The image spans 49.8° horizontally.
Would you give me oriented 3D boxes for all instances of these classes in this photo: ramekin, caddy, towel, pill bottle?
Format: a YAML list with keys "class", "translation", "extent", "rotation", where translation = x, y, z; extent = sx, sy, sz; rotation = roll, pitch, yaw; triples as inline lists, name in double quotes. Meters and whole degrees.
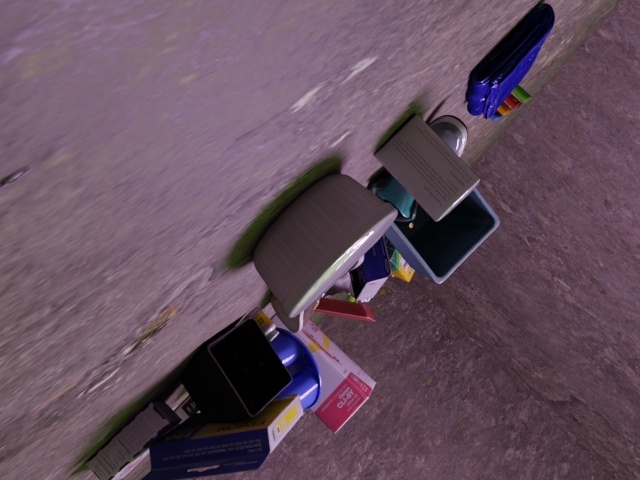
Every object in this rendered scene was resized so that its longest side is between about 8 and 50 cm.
- class: "ramekin"
  translation: [0.000, 0.000, 1.213]
  extent: [0.273, 0.127, 0.273]
  rotation: [-43, 173, -7]
- class: "caddy"
  translation: [-0.144, 0.372, 1.862]
  extent: [0.341, 0.241, 0.179]
  rotation: [-26, -178, 45]
- class: "towel"
  translation: [0.439, -0.397, 1.595]
  extent: [0.227, 0.076, 0.308]
  rotation: [-45, 172, 5]
- class: "pill bottle"
  translation: [-0.142, 0.209, 1.709]
  extent: [0.043, 0.083, 0.043]
  rotation: [-44, 172, -8]

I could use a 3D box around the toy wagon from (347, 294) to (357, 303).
- class: "toy wagon"
  translation: [0.162, 0.103, 2.455]
  extent: [0.344, 0.068, 0.267]
  rotation: [-63, 175, 30]

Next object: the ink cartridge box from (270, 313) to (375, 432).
- class: "ink cartridge box"
  translation: [-0.023, 0.401, 2.211]
  extent: [0.160, 0.384, 0.279]
  rotation: [-49, 172, 6]

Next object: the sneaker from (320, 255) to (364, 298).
- class: "sneaker"
  translation: [0.017, 0.079, 1.774]
  extent: [0.153, 0.101, 0.268]
  rotation: [-44, 175, -21]

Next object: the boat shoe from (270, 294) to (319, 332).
- class: "boat shoe"
  translation: [-0.054, 0.136, 1.690]
  extent: [0.096, 0.116, 0.324]
  rotation: [-38, 165, -20]

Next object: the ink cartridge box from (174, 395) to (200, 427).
- class: "ink cartridge box"
  translation: [-0.373, 0.501, 2.104]
  extent: [0.333, 0.065, 0.165]
  rotation: [-47, 172, 9]

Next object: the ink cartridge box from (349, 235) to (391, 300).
- class: "ink cartridge box"
  translation: [0.123, 0.047, 1.882]
  extent: [0.069, 0.176, 0.371]
  rotation: [-10, 166, -8]

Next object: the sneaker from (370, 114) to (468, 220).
- class: "sneaker"
  translation: [0.208, -0.145, 1.557]
  extent: [0.178, 0.123, 0.295]
  rotation: [-54, -179, -39]

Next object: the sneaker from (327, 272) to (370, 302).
- class: "sneaker"
  translation: [0.083, 0.159, 2.292]
  extent: [0.108, 0.169, 0.292]
  rotation: [-41, 174, -35]

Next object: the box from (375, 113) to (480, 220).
- class: "box"
  translation: [0.221, -0.143, 1.401]
  extent: [0.119, 0.181, 0.182]
  rotation: [-43, 174, 10]

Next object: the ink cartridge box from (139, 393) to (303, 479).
- class: "ink cartridge box"
  translation: [-0.227, 0.452, 1.589]
  extent: [0.303, 0.072, 0.307]
  rotation: [-13, 180, 17]

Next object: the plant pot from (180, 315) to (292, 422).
- class: "plant pot"
  translation: [-0.213, 0.320, 1.626]
  extent: [0.167, 0.187, 0.188]
  rotation: [-33, 180, 33]

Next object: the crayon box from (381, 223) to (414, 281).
- class: "crayon box"
  translation: [0.284, 0.010, 2.309]
  extent: [0.203, 0.083, 0.323]
  rotation: [-63, 156, -8]

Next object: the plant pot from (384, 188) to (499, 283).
- class: "plant pot"
  translation: [0.276, -0.065, 1.883]
  extent: [0.247, 0.248, 0.252]
  rotation: [-44, -163, -12]

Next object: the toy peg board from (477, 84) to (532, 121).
- class: "toy peg board"
  translation: [0.588, -0.429, 2.170]
  extent: [0.161, 0.079, 0.161]
  rotation: [-49, 171, 24]

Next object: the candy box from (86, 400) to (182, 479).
- class: "candy box"
  translation: [-0.433, 0.472, 1.623]
  extent: [0.196, 0.070, 0.165]
  rotation: [-44, 172, -9]

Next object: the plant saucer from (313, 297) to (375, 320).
- class: "plant saucer"
  translation: [0.053, 0.227, 2.328]
  extent: [0.259, 0.258, 0.048]
  rotation: [41, 58, -77]
